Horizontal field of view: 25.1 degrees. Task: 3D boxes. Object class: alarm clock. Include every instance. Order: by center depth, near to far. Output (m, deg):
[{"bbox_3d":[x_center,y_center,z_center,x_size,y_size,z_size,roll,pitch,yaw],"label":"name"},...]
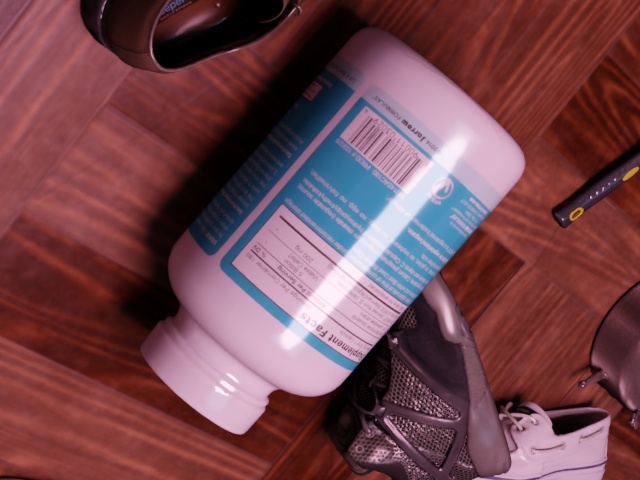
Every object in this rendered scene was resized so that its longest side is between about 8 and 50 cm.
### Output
[{"bbox_3d":[0.322,0.081,1.289,0.129,0.064,0.192,34,94,-44],"label":"alarm clock"}]

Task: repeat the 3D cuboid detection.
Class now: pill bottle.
[{"bbox_3d":[0.000,0.000,0.948,0.264,0.146,0.146,-49,134,4],"label":"pill bottle"}]

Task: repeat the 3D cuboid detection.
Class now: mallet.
[{"bbox_3d":[0.273,-0.066,1.174,0.190,0.039,0.062,-42,131,2],"label":"mallet"}]

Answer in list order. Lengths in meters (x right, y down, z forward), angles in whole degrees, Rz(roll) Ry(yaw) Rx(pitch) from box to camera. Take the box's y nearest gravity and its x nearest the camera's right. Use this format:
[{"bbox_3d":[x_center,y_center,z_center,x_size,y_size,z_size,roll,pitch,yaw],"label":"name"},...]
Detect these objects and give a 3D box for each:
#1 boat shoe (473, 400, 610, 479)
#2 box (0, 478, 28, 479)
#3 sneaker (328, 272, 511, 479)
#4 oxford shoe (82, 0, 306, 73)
[{"bbox_3d":[0.168,0.174,1.242,0.226,0.083,0.075,3,103,-47],"label":"boat shoe"},{"bbox_3d":[-0.253,0.325,1.009,0.148,0.121,0.311,13,111,-39],"label":"box"},{"bbox_3d":[0.058,0.100,1.095,0.130,0.087,0.227,-19,118,-1],"label":"sneaker"},{"bbox_3d":[-0.023,-0.167,0.855,0.227,0.096,0.083,-39,132,-9],"label":"oxford shoe"}]
